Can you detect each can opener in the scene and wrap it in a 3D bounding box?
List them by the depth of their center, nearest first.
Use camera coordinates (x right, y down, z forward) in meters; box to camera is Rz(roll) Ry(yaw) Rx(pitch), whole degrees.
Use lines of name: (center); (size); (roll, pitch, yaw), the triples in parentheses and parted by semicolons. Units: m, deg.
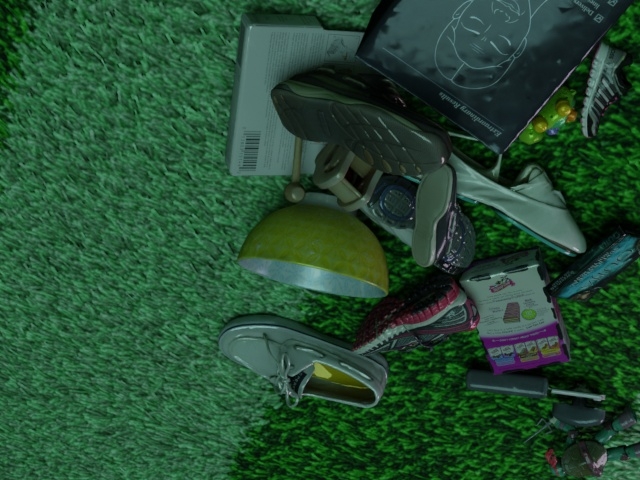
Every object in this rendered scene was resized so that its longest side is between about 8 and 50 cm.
can opener: (0.433, 0.319, 2.097); (0.283, 0.076, 0.095); (5, 85, 10)

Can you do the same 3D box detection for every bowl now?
bowl: (0.000, 0.000, 1.949); (0.289, 0.289, 0.156); (11, 79, 5)

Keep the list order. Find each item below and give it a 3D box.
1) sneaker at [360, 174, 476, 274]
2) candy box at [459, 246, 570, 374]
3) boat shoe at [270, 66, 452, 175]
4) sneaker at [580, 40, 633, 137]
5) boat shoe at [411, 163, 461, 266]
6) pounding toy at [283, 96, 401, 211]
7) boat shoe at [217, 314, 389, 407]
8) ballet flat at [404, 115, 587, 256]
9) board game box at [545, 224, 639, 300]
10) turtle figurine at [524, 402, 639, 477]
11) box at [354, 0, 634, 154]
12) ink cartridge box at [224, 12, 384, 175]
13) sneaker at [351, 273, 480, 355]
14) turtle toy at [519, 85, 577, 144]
sneaker: (0.177, -0.039, 1.942); (0.297, 0.129, 0.111); (37, 82, -30)
candy box: (0.381, 0.139, 2.019); (0.159, 0.071, 0.233); (-13, 117, 19)
boat shoe: (0.076, -0.216, 1.695); (0.355, 0.130, 0.132); (26, 149, 34)
sneaker: (0.490, -0.252, 1.767); (0.075, 0.063, 0.170); (12, 117, 12)
boat shoe: (0.212, -0.050, 1.829); (0.075, 0.065, 0.206); (40, 133, 41)
pounding toy: (0.039, -0.159, 1.812); (0.155, 0.154, 0.269); (42, 95, -21)
boat shoe: (-0.046, 0.272, 2.139); (0.367, 0.156, 0.136); (18, 122, 1)
ballet flat: (0.323, -0.105, 1.865); (0.400, 0.139, 0.139); (26, 122, -3)
board game box: (0.520, 0.045, 1.917); (0.126, 0.026, 0.186); (9, 135, -44)
turtle figurine: (0.553, 0.433, 2.139); (0.234, 0.118, 0.175); (-25, 113, 18)
box: (0.291, -0.393, 1.638); (0.293, 0.212, 0.395); (33, 121, -9)
ink cartridge box: (-0.028, -0.257, 1.875); (0.261, 0.066, 0.296); (-1, 124, -17)
sneaker: (0.175, 0.174, 2.027); (0.112, 0.121, 0.299); (43, 138, -19)
turtle toy: (0.393, -0.218, 1.800); (0.066, 0.095, 0.130); (32, 125, -33)
